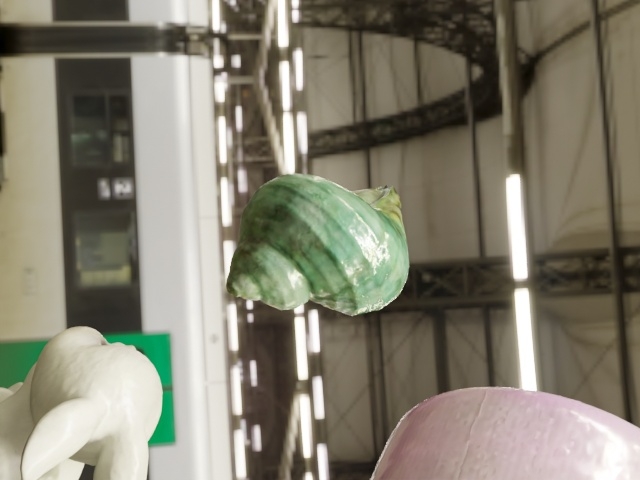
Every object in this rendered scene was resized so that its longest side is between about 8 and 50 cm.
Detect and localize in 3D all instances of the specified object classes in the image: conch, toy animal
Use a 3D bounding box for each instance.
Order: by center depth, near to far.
[{"bbox_3d":[0.002,0.003,0.977,0.176,0.188,0.121,23,-79,44],"label":"conch"},{"bbox_3d":[-0.234,0.177,0.979,0.127,0.193,0.178,49,37,-26],"label":"toy animal"}]

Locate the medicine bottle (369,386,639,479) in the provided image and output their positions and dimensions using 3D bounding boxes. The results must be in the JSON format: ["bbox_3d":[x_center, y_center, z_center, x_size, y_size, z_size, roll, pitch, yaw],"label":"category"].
[{"bbox_3d":[0.070,0.249,0.536,0.202,0.202,0.315,101,15,-48],"label":"medicine bottle"}]
